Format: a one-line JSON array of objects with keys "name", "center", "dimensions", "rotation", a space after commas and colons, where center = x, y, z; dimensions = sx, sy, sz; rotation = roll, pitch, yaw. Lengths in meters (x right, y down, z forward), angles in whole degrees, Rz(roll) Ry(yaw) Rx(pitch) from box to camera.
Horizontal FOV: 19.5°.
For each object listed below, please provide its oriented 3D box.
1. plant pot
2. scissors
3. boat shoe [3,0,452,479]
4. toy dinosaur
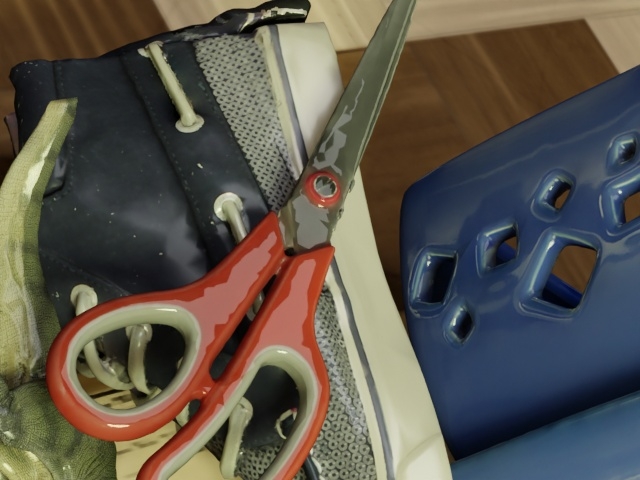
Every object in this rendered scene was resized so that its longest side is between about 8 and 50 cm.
[{"name": "plant pot", "center": [0.186, 0.070, 0.879], "dimensions": [0.236, 0.236, 0.212], "rotation": [33, 48, -31]}, {"name": "scissors", "center": [0.000, 0.000, 0.793], "dimensions": [0.109, 0.021, 0.297], "rotation": [39, 58, 3]}, {"name": "boat shoe", "center": [-0.047, 0.058, 0.834], "dimensions": [0.158, 0.127, 0.340], "rotation": [-9, 67, -14]}, {"name": "toy dinosaur", "center": [-0.128, 0.081, 0.749], "dimensions": [0.118, 0.064, 0.268], "rotation": [-10, 88, -39]}]
